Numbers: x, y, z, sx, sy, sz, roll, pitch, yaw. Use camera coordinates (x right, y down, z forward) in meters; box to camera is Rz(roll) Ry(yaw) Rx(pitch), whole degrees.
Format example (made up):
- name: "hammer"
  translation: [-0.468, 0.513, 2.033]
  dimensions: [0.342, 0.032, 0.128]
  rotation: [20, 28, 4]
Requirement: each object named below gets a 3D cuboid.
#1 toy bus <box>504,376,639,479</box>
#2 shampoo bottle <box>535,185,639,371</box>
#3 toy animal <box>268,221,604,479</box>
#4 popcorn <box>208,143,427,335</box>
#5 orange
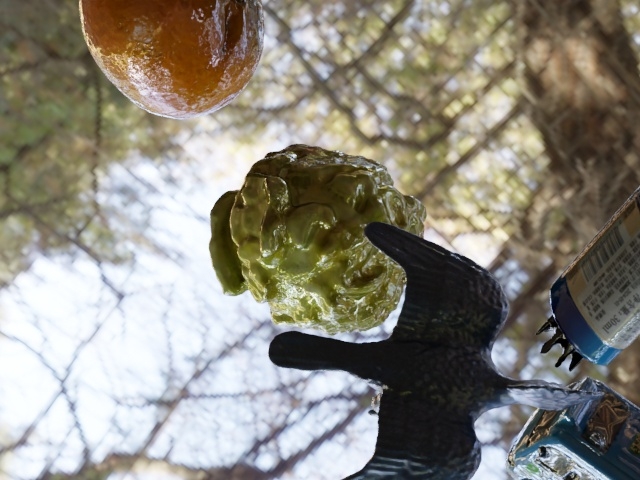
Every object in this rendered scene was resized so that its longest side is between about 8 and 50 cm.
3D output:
- name: "toy bus"
  translation: [0.325, 0.254, 1.451]
  dimensions: [0.113, 0.246, 0.134]
  rotation: [-48, 171, -37]
- name: "shampoo bottle"
  translation: [0.230, 0.028, 1.060]
  dimensions: [0.183, 0.050, 0.087]
  rotation: [-53, -140, 33]
- name: "toy animal"
  translation: [0.090, 0.104, 1.141]
  dimensions: [0.176, 0.255, 0.239]
  rotation: [128, -29, -68]
- name: "popcorn"
  translation: [-0.009, -0.002, 1.408]
  dimensions: [0.217, 0.235, 0.181]
  rotation: [20, -76, 41]
- name: "orange"
  translation: [-0.157, -0.241, 1.509]
  dimensions: [0.170, 0.224, 0.224]
  rotation: [-21, -143, 22]
